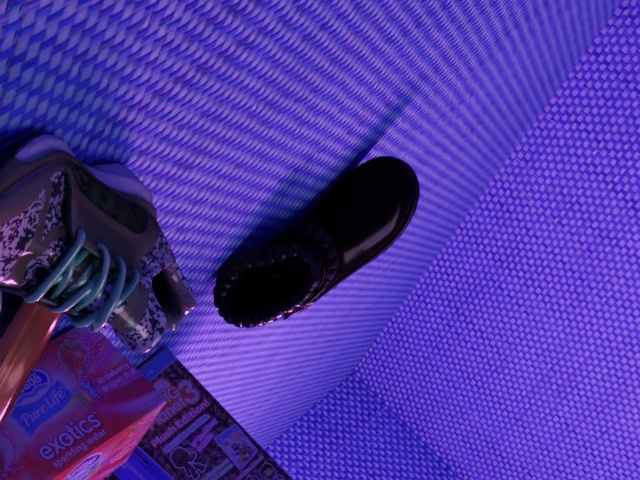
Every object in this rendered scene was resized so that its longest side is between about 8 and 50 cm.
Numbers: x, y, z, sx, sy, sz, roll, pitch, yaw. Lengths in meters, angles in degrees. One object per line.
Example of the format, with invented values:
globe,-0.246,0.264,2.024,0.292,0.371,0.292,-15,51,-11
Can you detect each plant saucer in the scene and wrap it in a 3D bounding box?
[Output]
plant saucer,-0.313,0.119,1.467,0.200,0.037,0.200,-60,-174,10

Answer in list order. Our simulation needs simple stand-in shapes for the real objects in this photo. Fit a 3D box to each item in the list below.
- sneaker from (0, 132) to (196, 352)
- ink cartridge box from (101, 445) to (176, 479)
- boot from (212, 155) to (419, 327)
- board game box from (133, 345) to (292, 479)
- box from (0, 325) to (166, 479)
sneaker,-0.211,0.020,1.287,0.158,0.182,0.410,-48,169,11
ink cartridge box,-0.299,0.357,2.144,0.045,0.206,0.208,-44,169,-28
boot,0.002,0.004,2.176,0.348,0.131,0.260,-47,169,8
board game box,-0.207,0.349,2.227,0.141,0.291,0.232,-40,167,-24
box,-0.348,0.238,1.666,0.300,0.154,0.142,-31,162,-49
